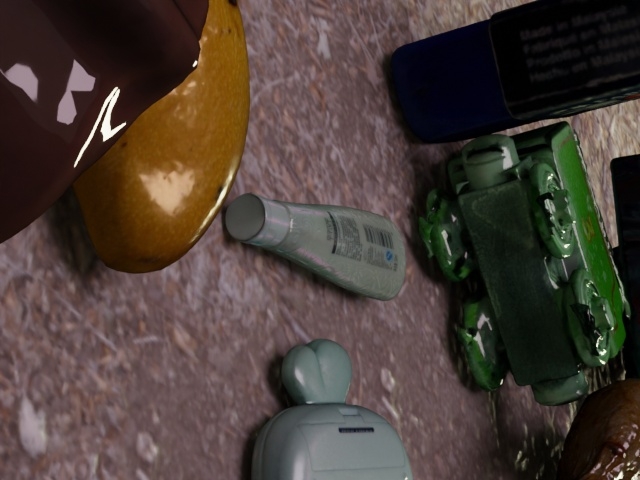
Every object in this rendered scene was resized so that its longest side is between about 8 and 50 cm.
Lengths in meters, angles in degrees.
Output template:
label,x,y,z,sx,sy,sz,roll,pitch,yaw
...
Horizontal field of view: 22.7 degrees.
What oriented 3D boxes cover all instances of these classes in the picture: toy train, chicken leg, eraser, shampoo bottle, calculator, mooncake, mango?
label,x,y,z,sx,sy,sz,roll,pitch,yaw
toy train,0.186,0.017,1.403,0.188,0.132,0.243,-33,106,-65
chicken leg,0.238,0.194,1.366,0.177,0.083,0.322,-54,169,-9
eraser,0.231,-0.162,1.350,0.155,0.332,0.101,-11,87,-60
shampoo bottle,0.000,0.000,1.183,0.191,0.041,0.069,16,69,-55
calculator,0.326,0.080,1.593,0.248,0.058,0.274,68,19,-55
mooncake,-0.156,-0.147,0.738,0.174,0.334,0.326,52,1,-34
mango,-0.121,-0.113,0.963,0.157,0.109,0.262,-16,105,-41
calculator,0.018,0.212,1.115,0.184,0.042,0.295,9,70,-57
